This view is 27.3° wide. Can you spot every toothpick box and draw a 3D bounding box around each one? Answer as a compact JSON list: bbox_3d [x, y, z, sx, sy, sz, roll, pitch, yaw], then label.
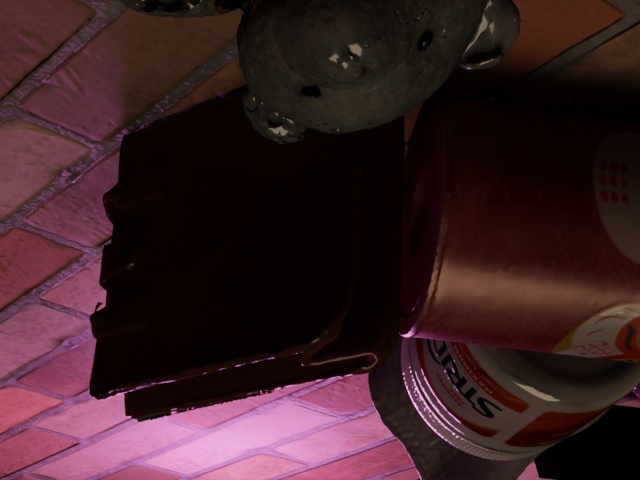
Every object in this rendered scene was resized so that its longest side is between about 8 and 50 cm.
[{"bbox_3d":[0.240,-0.001,1.083,0.333,0.204,0.204,7,153,-7],"label":"toothpick box"}]

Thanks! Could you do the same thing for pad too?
[{"bbox_3d":[0.427,0.249,1.557,0.368,0.007,0.247,6,-164,1],"label":"pad"}]

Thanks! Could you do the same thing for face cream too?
[{"bbox_3d":[0.198,0.092,1.267,0.201,0.201,0.187,10,152,-12],"label":"face cream"}]

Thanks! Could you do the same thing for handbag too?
[{"bbox_3d":[-0.064,0.003,1.068,0.276,0.260,0.084,-14,150,33],"label":"handbag"}]

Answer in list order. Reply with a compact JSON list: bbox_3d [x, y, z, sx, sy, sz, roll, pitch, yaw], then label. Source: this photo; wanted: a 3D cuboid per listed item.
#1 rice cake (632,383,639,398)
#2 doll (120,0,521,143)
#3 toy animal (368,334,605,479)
[{"bbox_3d":[0.461,0.109,1.426,0.073,0.056,0.365,12,152,-19],"label":"rice cake"},{"bbox_3d":[-0.023,-0.179,0.819,0.246,0.158,0.340,-21,143,19],"label":"doll"},{"bbox_3d":[0.214,0.227,1.441,0.284,0.302,0.225,-8,147,33],"label":"toy animal"}]
